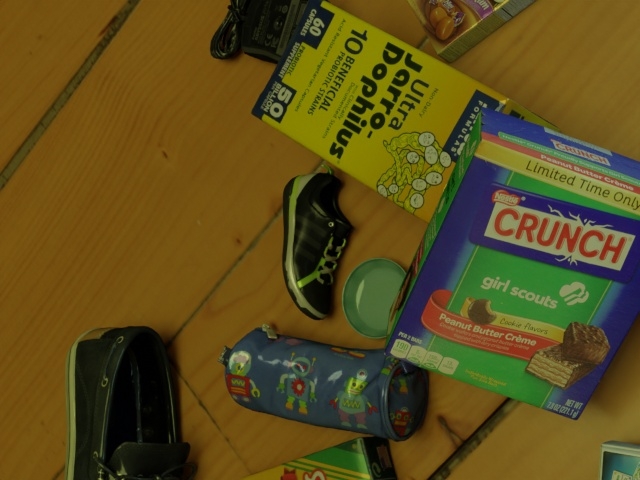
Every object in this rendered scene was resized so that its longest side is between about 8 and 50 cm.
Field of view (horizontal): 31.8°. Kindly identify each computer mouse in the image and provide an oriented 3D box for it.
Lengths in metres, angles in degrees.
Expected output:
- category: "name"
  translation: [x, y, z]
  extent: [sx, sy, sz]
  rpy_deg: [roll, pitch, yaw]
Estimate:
- category: "computer mouse"
  translation: [-0.056, -0.348, 1.791]
  extent: [0.272, 0.072, 0.188]
  rpy_deg: [28, 100, 44]

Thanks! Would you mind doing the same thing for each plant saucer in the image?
- category: "plant saucer"
  translation: [0.088, 0.086, 1.658]
  extent: [0.119, 0.021, 0.119]
  rpy_deg: [-5, 81, 31]

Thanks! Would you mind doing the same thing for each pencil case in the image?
- category: "pencil case"
  translation: [0.004, 0.202, 1.634]
  extent: [0.306, 0.119, 0.133]
  rpy_deg: [7, 99, 32]

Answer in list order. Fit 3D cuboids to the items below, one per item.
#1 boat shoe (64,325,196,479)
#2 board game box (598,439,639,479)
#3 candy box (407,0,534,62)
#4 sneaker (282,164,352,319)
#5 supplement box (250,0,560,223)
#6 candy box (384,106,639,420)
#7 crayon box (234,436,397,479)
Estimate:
- category: "boat shoe"
  translation: [-0.295, 0.365, 1.765]
  extent: [0.156, 0.186, 0.500]
  rpy_deg: [-23, 66, 34]
- category: "board game box"
  translation: [0.429, 0.409, 1.359]
  extent: [0.193, 0.053, 0.305]
  rpy_deg: [5, 91, 34]
- category: "candy box"
  translation: [0.228, -0.357, 1.618]
  extent: [0.186, 0.053, 0.109]
  rpy_deg: [-35, 65, 22]
- category: "sneaker"
  translation: [0.000, 0.000, 1.689]
  extent: [0.097, 0.084, 0.235]
  rpy_deg: [-13, 76, 29]
- category: "supplement box"
  translation: [0.115, -0.168, 1.576]
  extent: [0.356, 0.195, 0.194]
  rpy_deg: [34, 101, 31]
- category: "candy box"
  translation: [0.257, 0.032, 1.373]
  extent: [0.268, 0.122, 0.317]
  rpy_deg: [19, 117, -4]
- category: "crayon box"
  translation: [-0.027, 0.428, 1.644]
  extent: [0.318, 0.081, 0.202]
  rpy_deg: [-25, 71, 27]
